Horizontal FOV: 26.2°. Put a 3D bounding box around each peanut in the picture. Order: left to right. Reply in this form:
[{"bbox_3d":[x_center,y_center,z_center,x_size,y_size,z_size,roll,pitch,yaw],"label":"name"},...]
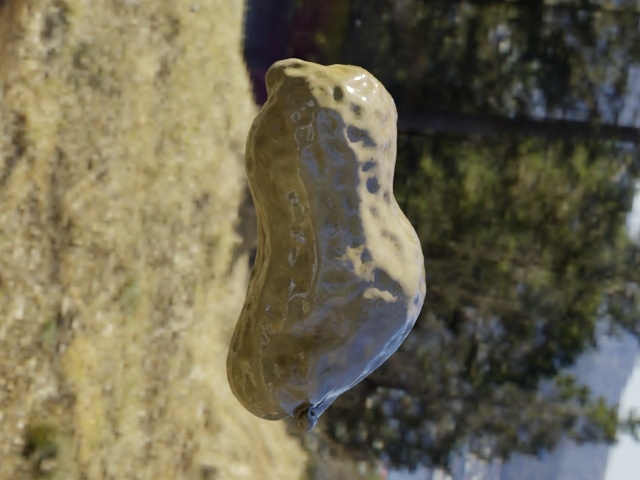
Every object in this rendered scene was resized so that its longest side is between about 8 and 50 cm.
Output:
[{"bbox_3d":[0.008,0.004,1.109,0.143,0.159,0.291,-169,-97,-67],"label":"peanut"}]
